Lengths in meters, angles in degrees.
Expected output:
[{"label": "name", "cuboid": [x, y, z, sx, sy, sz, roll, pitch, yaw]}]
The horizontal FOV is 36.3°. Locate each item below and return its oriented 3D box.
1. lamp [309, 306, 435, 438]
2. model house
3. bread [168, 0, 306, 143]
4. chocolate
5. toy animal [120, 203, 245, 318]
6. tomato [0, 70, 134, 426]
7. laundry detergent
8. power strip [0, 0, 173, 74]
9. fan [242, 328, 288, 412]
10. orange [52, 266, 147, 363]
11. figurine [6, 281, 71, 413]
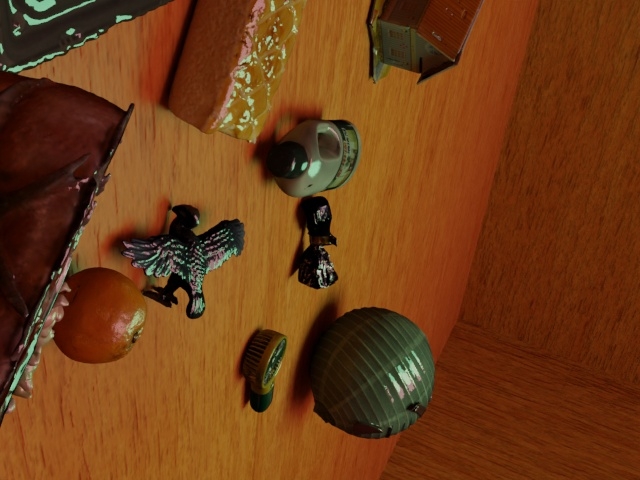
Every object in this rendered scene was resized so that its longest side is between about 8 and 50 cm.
[{"label": "lamp", "cuboid": [0.087, 0.240, 1.726, 0.265, 0.233, 0.233, 116, -2, -76]}, {"label": "model house", "cuboid": [0.174, -0.337, 1.450, 0.207, 0.136, 0.219, 78, 35, -61]}, {"label": "bread", "cuboid": [-0.071, -0.189, 0.911, 0.125, 0.068, 0.188, -2, 111, -74]}, {"label": "chocolate", "cuboid": [0.000, -0.002, 1.416, 0.072, 0.070, 0.147, -96, -168, -52]}, {"label": "toy animal", "cuboid": [-0.134, 0.019, 0.971, 0.220, 0.062, 0.108, -8, 118, -66]}, {"label": "tomato", "cuboid": [-0.206, 0.001, 0.512, 0.181, 0.155, 0.214, 132, -22, -68]}, {"label": "laundry detergent", "cuboid": [-0.013, -0.105, 1.226, 0.099, 0.070, 0.226, -65, 165, 14]}, {"label": "power strip", "cuboid": [-0.121, -0.248, 0.622, 0.257, 0.092, 0.251, -45, 155, -50]}, {"label": "fan", "cuboid": [-0.085, 0.193, 1.409, 0.082, 0.039, 0.155, -55, 161, -45]}, {"label": "orange", "cuboid": [-0.186, 0.064, 0.814, 0.083, 0.084, 0.083, 20, 90, -75]}, {"label": "figurine", "cuboid": [-0.221, 0.038, 0.654, 0.098, 0.081, 0.146, 0, 114, -35]}]
